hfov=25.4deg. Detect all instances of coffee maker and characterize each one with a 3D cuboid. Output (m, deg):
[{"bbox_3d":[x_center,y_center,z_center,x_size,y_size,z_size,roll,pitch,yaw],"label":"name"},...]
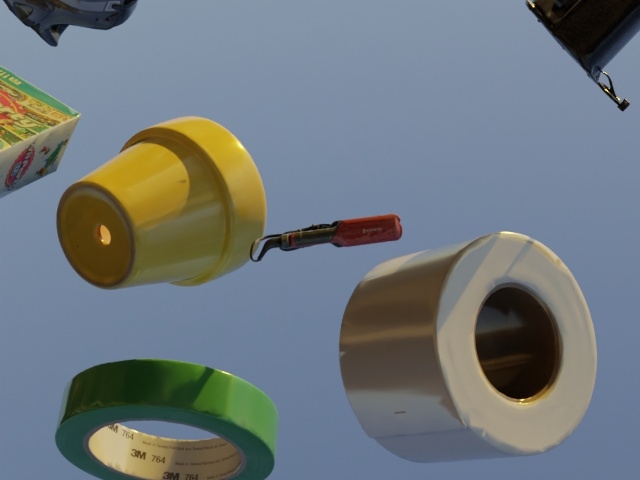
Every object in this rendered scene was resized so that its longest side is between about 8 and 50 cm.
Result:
[{"bbox_3d":[0.361,-0.279,1.678,0.178,0.171,0.120,-42,-169,12],"label":"coffee maker"}]

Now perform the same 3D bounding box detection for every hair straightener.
[{"bbox_3d":[0.000,0.000,2.062,0.230,0.047,0.089,-14,-176,-23],"label":"hair straightener"}]

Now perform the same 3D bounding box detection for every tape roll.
[{"bbox_3d":[0.165,0.123,1.589,0.169,0.246,0.246,-15,-145,52],"label":"tape roll"},{"bbox_3d":[-0.222,0.278,2.079,0.321,0.321,0.077,-13,-127,27],"label":"tape roll"}]

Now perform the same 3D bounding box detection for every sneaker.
[{"bbox_3d":[-0.195,-0.271,1.338,0.300,0.121,0.111,-11,-142,40],"label":"sneaker"}]

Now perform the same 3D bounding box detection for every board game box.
[{"bbox_3d":[-0.464,-0.138,1.718,0.097,0.224,0.303,-62,173,23],"label":"board game box"}]

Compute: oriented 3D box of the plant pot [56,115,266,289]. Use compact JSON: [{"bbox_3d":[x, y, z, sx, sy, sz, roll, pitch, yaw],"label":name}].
[{"bbox_3d":[-0.248,-0.037,2.099,0.254,0.254,0.239,-1,-164,38],"label":"plant pot"}]
